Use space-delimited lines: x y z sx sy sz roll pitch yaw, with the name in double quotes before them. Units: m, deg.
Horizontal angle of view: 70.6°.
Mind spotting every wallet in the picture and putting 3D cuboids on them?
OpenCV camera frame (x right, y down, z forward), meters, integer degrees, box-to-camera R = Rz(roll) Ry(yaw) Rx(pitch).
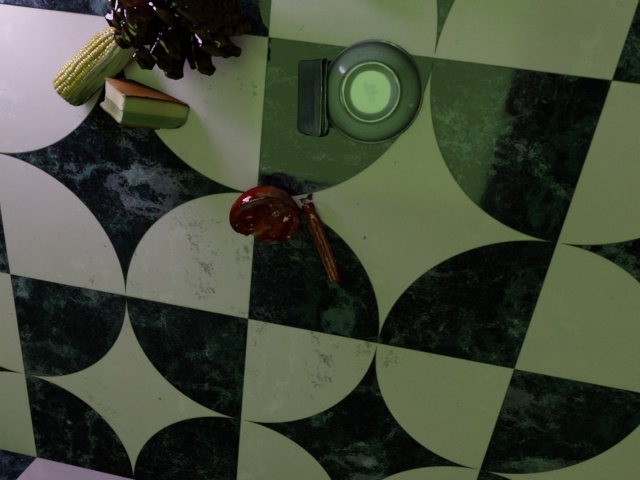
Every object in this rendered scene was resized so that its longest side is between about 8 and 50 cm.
"wallet" -0.025 -0.422 1.347 0.036 0.167 0.221 -10 113 -25

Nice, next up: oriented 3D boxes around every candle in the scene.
"candle" 0.000 0.000 1.560 0.051 0.048 0.329 3 118 53

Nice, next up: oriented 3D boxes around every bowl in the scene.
"bowl" 0.148 -0.428 1.320 0.308 0.163 0.306 3 108 9

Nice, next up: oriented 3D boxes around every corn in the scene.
"corn" -0.717 -0.547 1.434 0.305 0.122 0.123 -30 111 19

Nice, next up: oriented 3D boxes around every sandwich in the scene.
"sandwich" -0.569 -0.440 1.458 0.186 0.220 0.108 40 120 33

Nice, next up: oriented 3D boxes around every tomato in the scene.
"tomato" -0.183 -0.103 1.503 0.200 0.139 0.233 -36 135 26

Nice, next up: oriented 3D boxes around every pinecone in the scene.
"pinecone" -0.416 -0.602 1.254 0.385 0.384 0.383 3 111 8
